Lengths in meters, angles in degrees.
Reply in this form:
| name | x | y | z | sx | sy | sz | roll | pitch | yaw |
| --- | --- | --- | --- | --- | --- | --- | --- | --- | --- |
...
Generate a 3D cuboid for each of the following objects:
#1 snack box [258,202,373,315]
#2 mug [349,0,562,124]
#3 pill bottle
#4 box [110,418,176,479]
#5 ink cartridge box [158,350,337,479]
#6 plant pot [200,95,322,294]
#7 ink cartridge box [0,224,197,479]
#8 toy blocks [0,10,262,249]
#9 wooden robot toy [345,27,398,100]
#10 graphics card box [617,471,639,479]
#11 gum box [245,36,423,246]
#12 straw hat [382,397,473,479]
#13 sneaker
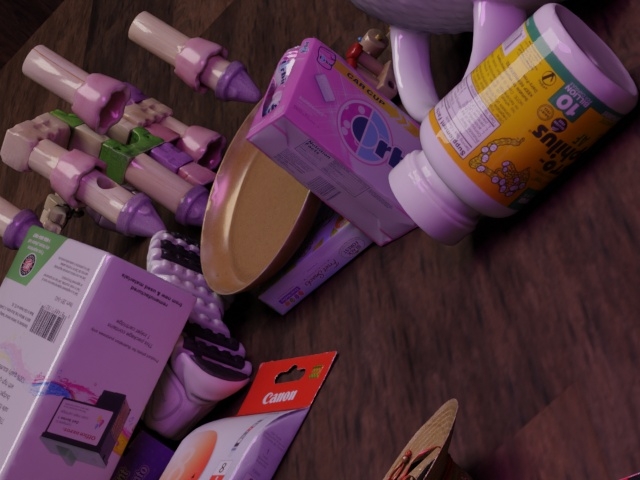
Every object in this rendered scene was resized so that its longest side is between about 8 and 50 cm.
| name | x | y | z | sx | sy | sz | roll | pitch | yaw |
| --- | --- | --- | --- | --- | --- | --- | --- | --- | --- |
| snack box | 0.000 | 0.000 | 1.908 | 0.141 | 0.037 | 0.100 | -40 | 25 | 29 |
| mug | 0.135 | -0.293 | 1.854 | 0.328 | 0.276 | 0.374 | 162 | 111 | -64 |
| pill bottle | 0.160 | -0.094 | 1.620 | 0.208 | 0.117 | 0.118 | -42 | 22 | 21 |
| box | -0.282 | 0.242 | 1.997 | 0.201 | 0.057 | 0.293 | -53 | 30 | -4 |
| ink cartridge box | -0.072 | 0.173 | 1.762 | 0.145 | 0.045 | 0.179 | -15 | 44 | 57 |
| plant pot | -0.050 | -0.051 | 1.932 | 0.236 | 0.032 | 0.236 | -43 | 36 | 42 |
| ink cartridge box | -0.267 | 0.143 | 1.875 | 0.201 | 0.117 | 0.278 | 16 | 79 | 58 |
| toy blocks | -0.214 | -0.075 | 2.284 | 0.288 | 0.260 | 0.309 | -32 | -31 | -56 |
| wooden robot toy | 0.049 | -0.171 | 2.055 | 0.079 | 0.076 | 0.173 | -46 | 18 | 45 |
| graphics card box | 0.170 | 0.288 | 0.999 | 0.232 | 0.094 | 0.371 | -29 | 29 | 44 |
| gum box | 0.023 | -0.096 | 1.807 | 0.062 | 0.188 | 0.107 | -30 | 30 | 44 |
| straw hat | 0.086 | 0.189 | 1.383 | 0.144 | 0.061 | 0.144 | -56 | 4 | 6 |
| sneaker | -0.150 | 0.092 | 1.972 | 0.118 | 0.110 | 0.292 | -56 | 22 | 24 |
